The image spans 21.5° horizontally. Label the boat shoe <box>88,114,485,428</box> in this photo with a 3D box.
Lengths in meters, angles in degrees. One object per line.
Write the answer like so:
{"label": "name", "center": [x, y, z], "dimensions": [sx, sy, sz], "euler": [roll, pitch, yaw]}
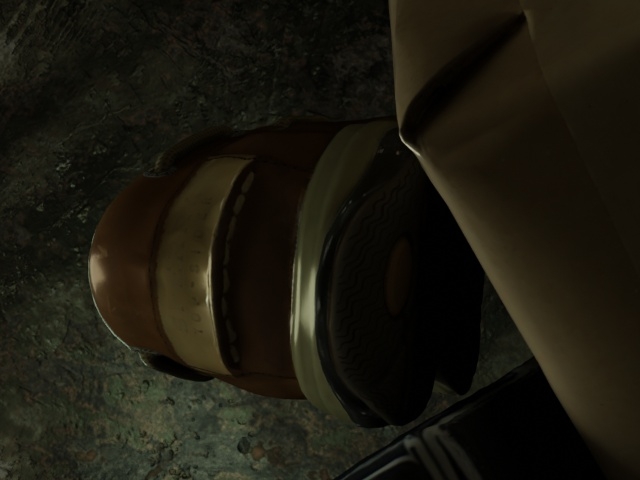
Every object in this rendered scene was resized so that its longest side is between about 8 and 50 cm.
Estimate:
{"label": "boat shoe", "center": [0.000, 0.000, 0.659], "dimensions": [0.324, 0.119, 0.123], "euler": [11, -96, -79]}

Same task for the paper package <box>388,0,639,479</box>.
{"label": "paper package", "center": [0.167, 0.000, 0.601], "dimensions": [0.325, 0.168, 0.309], "euler": [57, -167, -22]}

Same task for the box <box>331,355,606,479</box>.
{"label": "box", "center": [0.103, 0.317, 0.689], "dimensions": [0.472, 0.297, 0.480], "euler": [57, -166, 8]}
